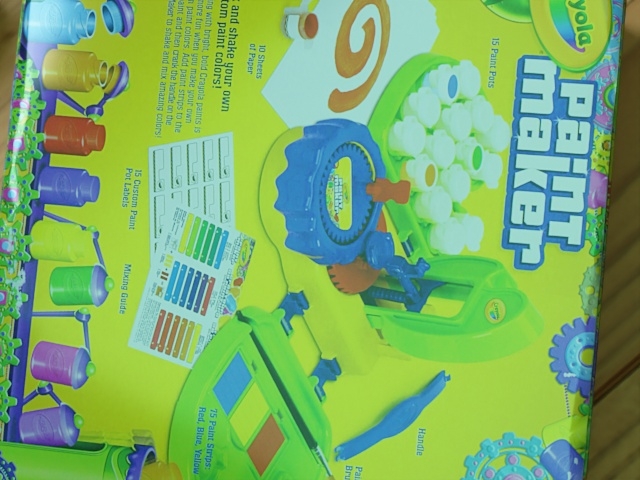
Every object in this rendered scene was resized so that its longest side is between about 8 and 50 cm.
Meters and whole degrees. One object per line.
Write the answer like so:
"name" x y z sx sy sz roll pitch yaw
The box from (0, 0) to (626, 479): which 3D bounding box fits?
"box" 0.000 0.000 0.658 0.279 0.177 0.290 6 87 9
